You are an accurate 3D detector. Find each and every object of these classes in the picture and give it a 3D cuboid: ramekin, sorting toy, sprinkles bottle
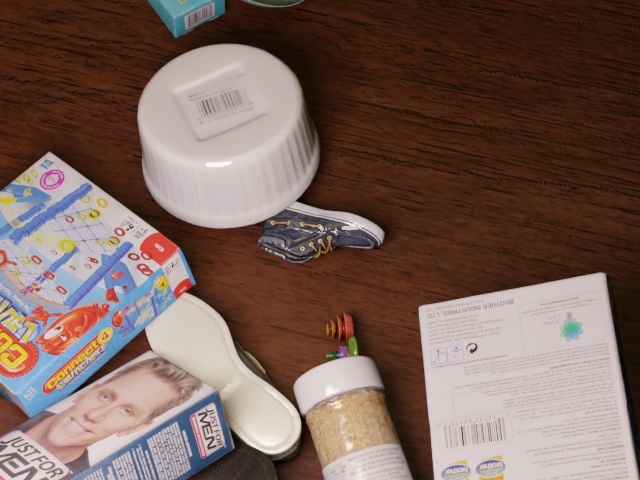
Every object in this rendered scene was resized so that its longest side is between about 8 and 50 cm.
[{"bbox_3d":[-0.143,-0.167,1.997,0.277,0.135,0.277,-3,55,4],"label":"ramekin"},{"bbox_3d":[0.029,0.150,1.914,0.042,0.061,0.102,-5,41,-4],"label":"sorting toy"},{"bbox_3d":[0.070,0.337,1.779,0.121,0.121,0.355,-15,67,-10],"label":"sprinkles bottle"}]

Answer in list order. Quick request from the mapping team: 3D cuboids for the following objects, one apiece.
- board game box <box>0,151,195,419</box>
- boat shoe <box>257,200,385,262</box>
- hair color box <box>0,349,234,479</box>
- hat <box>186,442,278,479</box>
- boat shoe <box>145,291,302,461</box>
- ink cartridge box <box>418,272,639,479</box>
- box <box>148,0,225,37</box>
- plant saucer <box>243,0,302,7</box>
[{"bbox_3d":[-0.394,0.058,1.886,0.308,0.086,0.302,34,65,31],"label":"board game box"},{"bbox_3d":[0.000,0.000,1.990,0.183,0.065,0.083,14,64,13],"label":"boat shoe"},{"bbox_3d":[-0.305,0.286,1.713,0.347,0.105,0.174,-29,32,-30],"label":"hair color box"},{"bbox_3d":[-0.181,0.409,1.716,0.331,0.134,0.331,-16,30,9],"label":"hat"},{"bbox_3d":[-0.138,0.194,1.868,0.109,0.091,0.305,-41,68,-11],"label":"boat shoe"},{"bbox_3d":[0.287,0.267,1.774,0.270,0.151,0.395,-11,61,16],"label":"ink cartridge box"},{"bbox_3d":[-0.263,-0.458,2.208,0.101,0.060,0.244,-31,69,-16],"label":"box"},{"bbox_3d":[-0.109,-0.442,2.196,0.195,0.037,0.195,15,47,-16],"label":"plant saucer"}]
